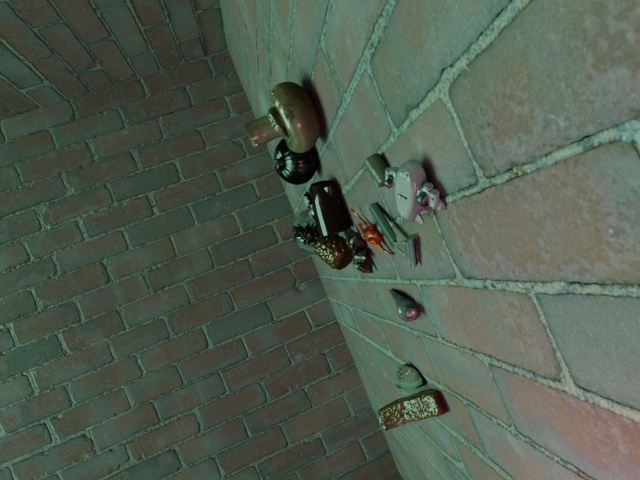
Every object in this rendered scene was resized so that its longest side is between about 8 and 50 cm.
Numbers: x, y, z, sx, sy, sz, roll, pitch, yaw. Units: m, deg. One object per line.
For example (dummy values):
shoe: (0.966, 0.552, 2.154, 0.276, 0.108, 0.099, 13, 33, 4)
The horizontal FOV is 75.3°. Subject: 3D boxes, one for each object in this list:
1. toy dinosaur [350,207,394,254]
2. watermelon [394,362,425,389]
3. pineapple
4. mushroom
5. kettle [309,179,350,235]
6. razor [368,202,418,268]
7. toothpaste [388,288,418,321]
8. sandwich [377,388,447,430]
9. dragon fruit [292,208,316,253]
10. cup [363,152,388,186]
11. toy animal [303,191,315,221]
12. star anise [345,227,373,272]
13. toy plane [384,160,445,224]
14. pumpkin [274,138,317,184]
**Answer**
toy dinosaur: (0.174, -0.037, 1.493, 0.101, 0.055, 0.279, 40, -164, -56)
watermelon: (0.378, 0.570, 1.716, 0.180, 0.081, 0.094, 5, 101, 63)
pineapple: (0.000, 0.000, 1.963, 0.340, 0.169, 0.169, 35, 156, 25)
mushroom: (-0.157, -0.477, 1.660, 0.292, 0.290, 0.292, 158, 90, -86)
kettle: (0.027, -0.151, 1.839, 0.202, 0.144, 0.232, -169, 63, -69)
razor: (0.211, -0.033, 1.274, 0.278, 0.056, 0.111, -123, 12, -50)
toothpaste: (0.291, 0.235, 1.466, 0.282, 0.069, 0.099, 164, 112, -88)
sandwich: (0.396, 0.655, 1.644, 0.254, 0.288, 0.099, 9, -125, -47)
dragon fruit: (-0.030, -0.024, 2.258, 0.283, 0.221, 0.204, 81, 170, -47)
cup: (0.165, -0.193, 1.176, 0.075, 0.055, 0.083, 92, 153, -67)
toy animal: (-0.005, -0.163, 2.005, 0.166, 0.138, 0.179, -66, -39, -79)
star anise: (0.162, 0.055, 1.735, 0.197, 0.073, 0.212, -133, 21, -74)
toy plane: (0.217, -0.113, 0.975, 0.174, 0.080, 0.174, 44, 157, 25)
pumpkin: (-0.130, -0.388, 1.999, 0.250, 0.216, 0.249, 25, 122, 47)
